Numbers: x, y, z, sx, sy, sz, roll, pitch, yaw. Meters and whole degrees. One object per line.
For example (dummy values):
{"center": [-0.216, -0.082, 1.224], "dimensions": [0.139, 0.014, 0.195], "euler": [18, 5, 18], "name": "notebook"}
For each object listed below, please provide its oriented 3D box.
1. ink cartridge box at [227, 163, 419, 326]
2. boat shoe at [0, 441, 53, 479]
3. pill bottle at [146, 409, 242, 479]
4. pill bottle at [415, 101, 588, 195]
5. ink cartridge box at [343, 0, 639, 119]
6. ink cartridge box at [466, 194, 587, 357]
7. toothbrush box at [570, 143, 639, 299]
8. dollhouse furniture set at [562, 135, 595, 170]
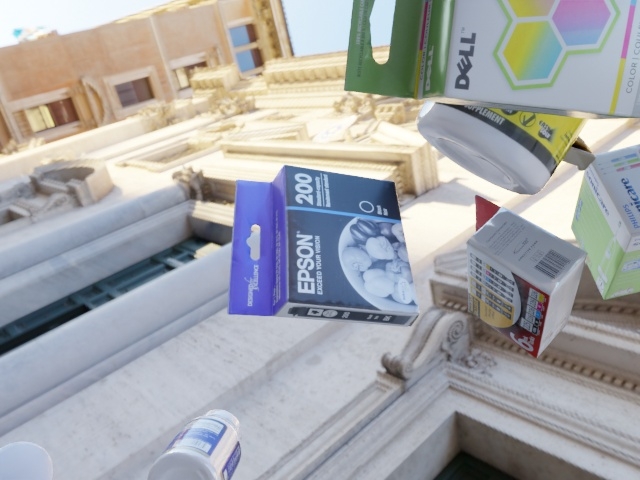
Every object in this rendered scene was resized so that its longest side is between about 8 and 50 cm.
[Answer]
{"center": [0.000, 0.000, 0.671], "dimensions": [0.045, 0.208, 0.206], "euler": [109, -18, -49], "name": "ink cartridge box"}
{"center": [-0.385, 0.327, 0.599], "dimensions": [0.084, 0.258, 0.095], "euler": [-38, -77, 22], "name": "boat shoe"}
{"center": [-0.186, 0.344, 0.895], "dimensions": [0.112, 0.112, 0.187], "euler": [62, 9, -2], "name": "pill bottle"}
{"center": [0.283, -0.242, 0.721], "dimensions": [0.188, 0.188, 0.334], "euler": [34, -85, 34], "name": "pill bottle"}
{"center": [0.129, -0.149, 0.396], "dimensions": [0.062, 0.209, 0.109], "euler": [-127, -138, -76], "name": "ink cartridge box"}
{"center": [0.424, 0.083, 1.286], "dimensions": [0.272, 0.130, 0.309], "euler": [37, -19, 34], "name": "ink cartridge box"}
{"center": [0.647, -0.032, 1.211], "dimensions": [0.283, 0.122, 0.206], "euler": [63, 14, -55], "name": "toothbrush box"}
{"center": [0.409, -0.275, 1.104], "dimensions": [0.197, 0.301, 0.151], "euler": [-99, -153, -50], "name": "dollhouse furniture set"}
